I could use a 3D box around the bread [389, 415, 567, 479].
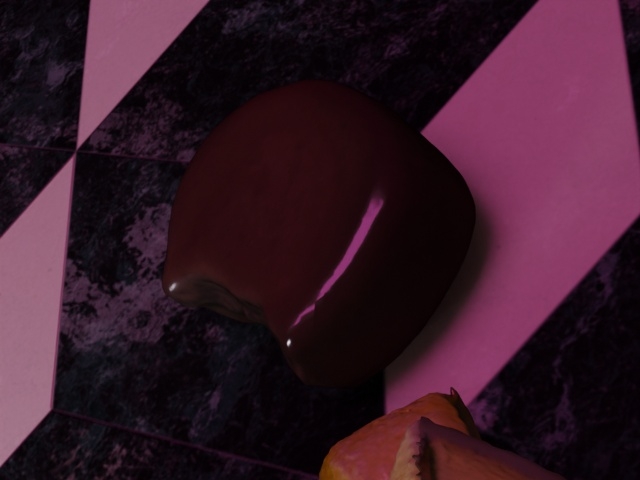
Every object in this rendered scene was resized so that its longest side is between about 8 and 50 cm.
[{"bbox_3d":[0.216,0.300,1.164,0.405,0.345,0.242,145,149,-80],"label":"bread"}]

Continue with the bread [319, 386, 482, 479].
[{"bbox_3d":[0.091,0.240,1.450,0.170,0.197,0.197,-33,45,-2],"label":"bread"}]

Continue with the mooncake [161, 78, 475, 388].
[{"bbox_3d":[0.000,0.000,1.677,0.326,0.174,0.334,-15,57,34],"label":"mooncake"}]
